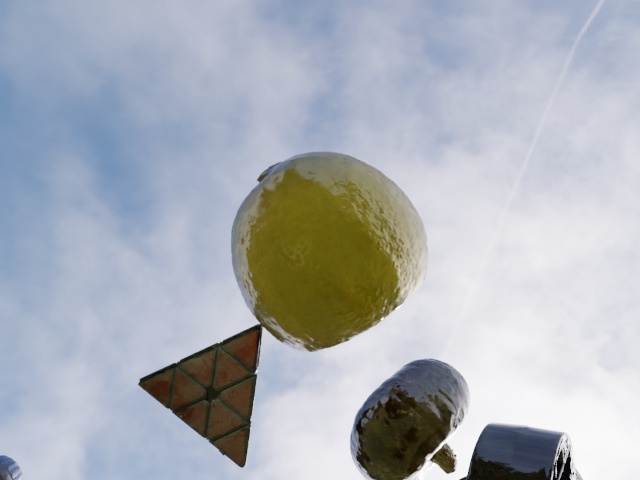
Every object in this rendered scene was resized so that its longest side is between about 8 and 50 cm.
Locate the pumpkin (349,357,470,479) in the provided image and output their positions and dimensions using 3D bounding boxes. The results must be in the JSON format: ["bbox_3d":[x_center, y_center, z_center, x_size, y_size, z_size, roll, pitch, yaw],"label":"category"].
[{"bbox_3d":[0.141,0.295,1.013,0.162,0.219,0.219,39,-68,19],"label":"pumpkin"}]

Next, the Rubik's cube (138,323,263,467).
[{"bbox_3d":[-0.180,0.240,1.081,0.190,0.178,0.211,9,-105,6],"label":"Rubik's cube"}]

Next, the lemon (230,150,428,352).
[{"bbox_3d":[0.000,0.000,0.816,0.240,0.240,0.219,-30,-81,18],"label":"lemon"}]

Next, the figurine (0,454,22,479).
[{"bbox_3d":[-0.502,0.357,0.976,0.086,0.149,0.087,19,-110,3],"label":"figurine"}]

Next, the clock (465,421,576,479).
[{"bbox_3d":[0.142,0.315,0.518,0.120,0.379,0.277,1,-75,31],"label":"clock"}]

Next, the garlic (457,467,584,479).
[{"bbox_3d":[0.282,0.388,0.912,0.227,0.152,0.228,-9,-70,-25],"label":"garlic"}]
